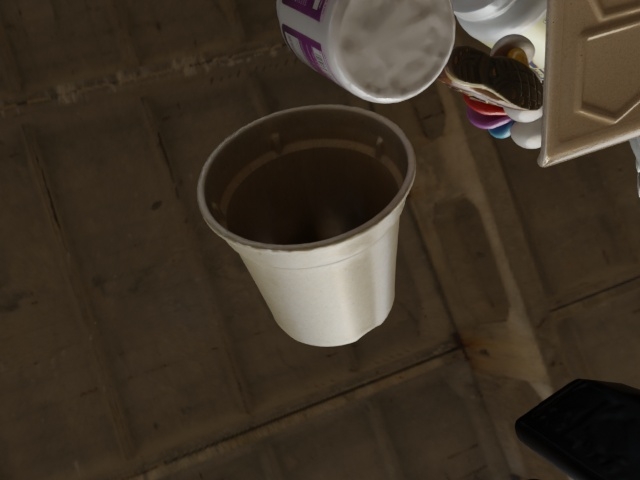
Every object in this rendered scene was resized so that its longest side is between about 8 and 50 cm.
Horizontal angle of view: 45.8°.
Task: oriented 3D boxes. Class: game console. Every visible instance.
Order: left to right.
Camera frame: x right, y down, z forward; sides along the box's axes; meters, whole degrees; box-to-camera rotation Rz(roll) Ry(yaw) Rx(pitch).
[{"bbox_3d":[0.227,0.265,0.755,0.361,0.213,0.044,-28,-66,-16],"label":"game console"}]

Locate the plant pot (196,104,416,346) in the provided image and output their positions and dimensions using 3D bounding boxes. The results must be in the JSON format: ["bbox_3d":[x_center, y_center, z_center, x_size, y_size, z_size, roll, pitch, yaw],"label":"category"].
[{"bbox_3d":[0.000,0.000,1.240,0.333,0.334,0.306,-30,-43,-17],"label":"plant pot"}]

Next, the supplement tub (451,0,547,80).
[{"bbox_3d":[0.402,-0.459,1.434,0.324,0.235,0.236,17,-101,-39],"label":"supplement tub"}]

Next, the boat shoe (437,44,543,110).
[{"bbox_3d":[0.237,-0.226,1.069,0.178,0.060,0.064,14,-97,-25],"label":"boat shoe"}]

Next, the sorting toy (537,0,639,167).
[{"bbox_3d":[0.230,-0.161,0.507,0.193,0.038,0.208,-18,-50,-13],"label":"sorting toy"}]

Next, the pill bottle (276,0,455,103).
[{"bbox_3d":[0.041,-0.296,1.009,0.169,0.301,0.169,-8,-64,-17],"label":"pill bottle"}]

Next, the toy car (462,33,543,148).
[{"bbox_3d":[0.312,-0.240,1.279,0.136,0.182,0.159,-16,-123,15],"label":"toy car"}]

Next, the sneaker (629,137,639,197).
[{"bbox_3d":[0.409,-0.084,0.878,0.103,0.111,0.252,-42,-64,-4],"label":"sneaker"}]
